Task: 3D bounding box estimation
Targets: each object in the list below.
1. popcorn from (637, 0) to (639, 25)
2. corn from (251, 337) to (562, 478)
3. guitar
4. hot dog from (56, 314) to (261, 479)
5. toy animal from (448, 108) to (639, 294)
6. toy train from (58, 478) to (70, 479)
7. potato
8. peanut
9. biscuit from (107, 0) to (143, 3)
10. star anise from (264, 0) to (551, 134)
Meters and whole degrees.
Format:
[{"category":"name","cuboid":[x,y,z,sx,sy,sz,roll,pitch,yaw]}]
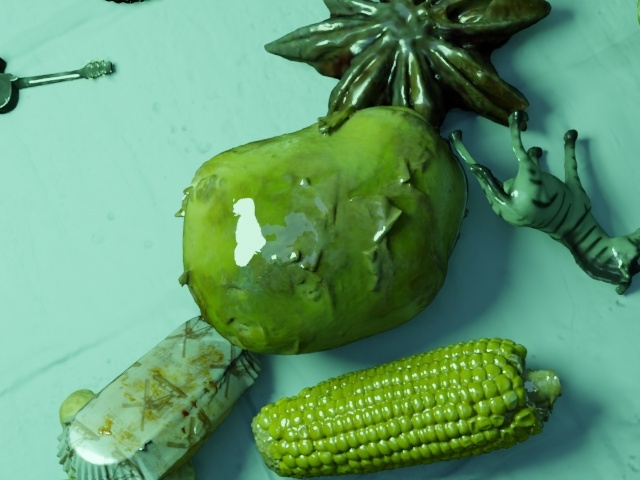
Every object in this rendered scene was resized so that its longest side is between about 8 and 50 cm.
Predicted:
[{"category":"popcorn","cuboid":[0.420,-0.356,1.317,0.321,0.326,0.290,-38,34,14]},{"category":"corn","cuboid":[0.087,0.179,1.340,0.322,0.119,0.119,-17,78,10]},{"category":"guitar","cuboid":[-0.356,-0.185,1.522,0.233,0.025,0.088,-8,78,8]},{"category":"hot dog","cuboid":[-0.161,0.168,1.360,0.131,0.069,0.253,31,54,24]},{"category":"toy animal","cuboid":[0.239,-0.037,1.348,0.073,0.217,0.176,-38,54,39]},{"category":"toy train","cuboid":[-0.320,0.318,1.345,0.243,0.188,0.132,-9,81,8]},{"category":"potato","cuboid":[0.000,0.000,1.312,0.300,0.196,0.246,-24,97,16]},{"category":"peanut","cuboid":[-0.212,0.222,1.401,0.174,0.080,0.080,35,87,17]},{"category":"biscuit","cuboid":[-0.226,-0.370,1.519,0.195,0.053,0.194,-2,79,10]},{"category":"star anise","cuboid":[0.091,-0.225,1.416,0.315,0.108,0.315,-2,81,12]}]
